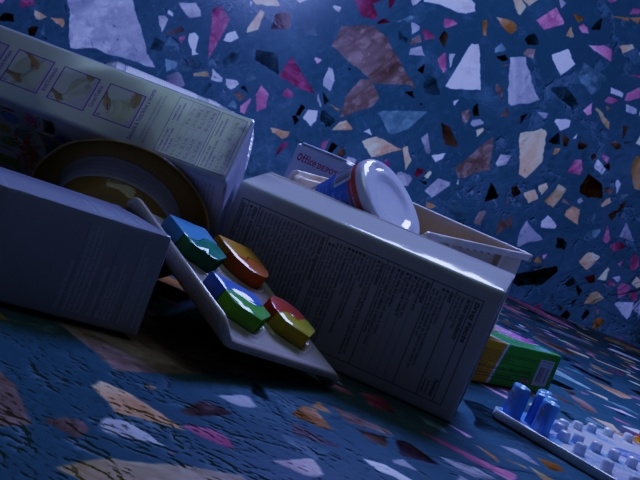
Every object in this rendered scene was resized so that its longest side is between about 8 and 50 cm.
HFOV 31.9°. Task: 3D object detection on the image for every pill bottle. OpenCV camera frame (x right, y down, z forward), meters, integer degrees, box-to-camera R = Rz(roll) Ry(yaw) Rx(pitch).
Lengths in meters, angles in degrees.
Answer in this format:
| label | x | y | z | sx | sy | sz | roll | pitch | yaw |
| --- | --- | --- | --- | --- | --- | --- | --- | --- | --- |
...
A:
| label | x | y | z | sx | sy | sz | roll | pitch | yaw |
| --- | --- | --- | --- | --- | --- | --- | --- | --- | --- |
| pill bottle | 0.000 | 0.000 | 1.379 | 0.124 | 0.221 | 0.124 | 39 | 36 | -36 |

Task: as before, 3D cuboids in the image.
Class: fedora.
| label | x | y | z | sx | sy | sz | roll | pitch | yaw |
| --- | --- | --- | --- | --- | --- | --- | --- | --- | --- |
| fedora | -0.211 | -0.011 | 1.137 | 0.194 | 0.194 | 0.079 | 21 | 40 | -14 |

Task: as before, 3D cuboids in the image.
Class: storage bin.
| label | x | y | z | sx | sy | sz | roll | pitch | yaw |
| --- | --- | --- | --- | --- | --- | --- | --- | --- | --- |
| storage bin | 0.100 | 0.014 | 1.549 | 0.260 | 0.123 | 0.262 | 12 | 12 | -46 |

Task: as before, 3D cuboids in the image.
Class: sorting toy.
| label | x | y | z | sx | sy | sz | roll | pitch | yaw |
| --- | --- | --- | --- | --- | --- | --- | --- | --- | --- |
| sorting toy | -0.078 | 0.047 | 1.076 | 0.193 | 0.038 | 0.208 | 49 | 9 | 35 |

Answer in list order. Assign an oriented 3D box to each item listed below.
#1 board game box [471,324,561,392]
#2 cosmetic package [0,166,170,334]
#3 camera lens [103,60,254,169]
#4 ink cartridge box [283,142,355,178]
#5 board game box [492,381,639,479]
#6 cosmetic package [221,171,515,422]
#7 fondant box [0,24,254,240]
| label | x | y | z | sx | sy | sz | roll | pitch | yaw |
| --- | --- | --- | --- | --- | --- | --- | --- | --- | --- |
| board game box | 0.170 | 0.128 | 1.691 | 0.316 | 0.064 | 0.242 | 26 | 6 | 39 |
| cosmetic package | -0.264 | -0.006 | 0.949 | 0.238 | 0.107 | 0.127 | 16 | 6 | -33 |
| camera lens | -0.272 | -0.148 | 1.807 | 0.274 | 0.219 | 0.219 | 21 | 5 | -17 |
| ink cartridge box | -0.006 | -0.034 | 1.791 | 0.093 | 0.212 | 0.154 | 19 | 5 | -37 |
| board game box | 0.458 | 0.287 | 1.313 | 0.390 | 0.050 | 0.390 | 19 | 6 | -44 |
| cosmetic package | 0.039 | 0.056 | 1.238 | 0.309 | 0.160 | 0.113 | 24 | 15 | 10 |
| fondant box | -0.253 | -0.092 | 1.246 | 0.330 | 0.096 | 0.238 | 20 | -31 | 0 |
